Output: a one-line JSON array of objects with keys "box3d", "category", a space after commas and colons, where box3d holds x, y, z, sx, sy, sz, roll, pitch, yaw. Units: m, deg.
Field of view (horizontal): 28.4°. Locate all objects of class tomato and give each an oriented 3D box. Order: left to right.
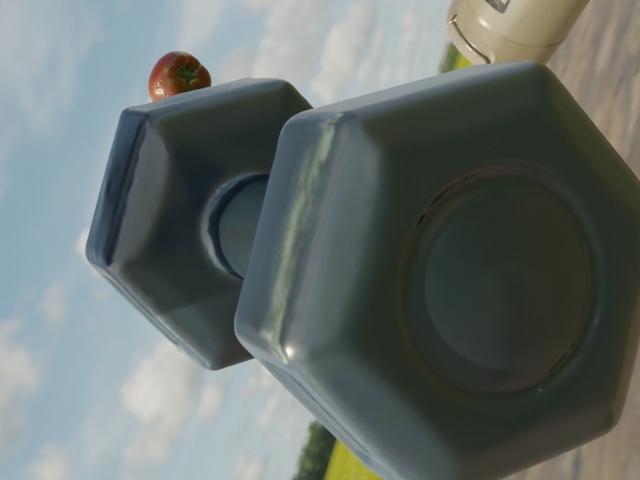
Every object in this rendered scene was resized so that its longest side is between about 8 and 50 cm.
[{"box3d": [-0.195, -0.211, 1.726, 0.075, 0.087, 0.087, -30, 35, 54], "category": "tomato"}]

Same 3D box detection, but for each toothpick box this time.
[{"box3d": [0.196, -0.243, 1.135, 0.181, 0.111, 0.111, 120, 173, -50], "category": "toothpick box"}]

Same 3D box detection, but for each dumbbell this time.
[{"box3d": [0.000, 0.001, 0.560, 0.316, 0.143, 0.156, 14, 89, 66], "category": "dumbbell"}]
